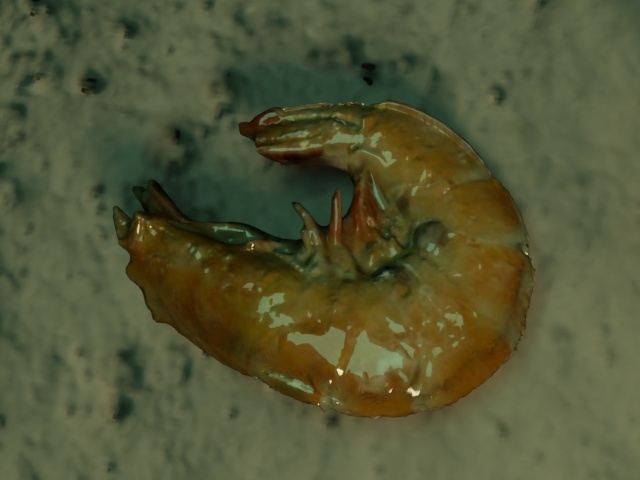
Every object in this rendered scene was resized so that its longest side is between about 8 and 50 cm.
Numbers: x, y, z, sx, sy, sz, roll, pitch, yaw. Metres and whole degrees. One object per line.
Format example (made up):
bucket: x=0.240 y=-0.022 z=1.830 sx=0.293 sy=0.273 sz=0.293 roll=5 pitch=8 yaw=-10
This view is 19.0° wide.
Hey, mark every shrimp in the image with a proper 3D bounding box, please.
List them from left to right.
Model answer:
shrimp: x=0.000 y=0.003 z=0.793 sx=0.187 sy=0.051 sz=0.132 roll=19 pitch=66 yaw=18
